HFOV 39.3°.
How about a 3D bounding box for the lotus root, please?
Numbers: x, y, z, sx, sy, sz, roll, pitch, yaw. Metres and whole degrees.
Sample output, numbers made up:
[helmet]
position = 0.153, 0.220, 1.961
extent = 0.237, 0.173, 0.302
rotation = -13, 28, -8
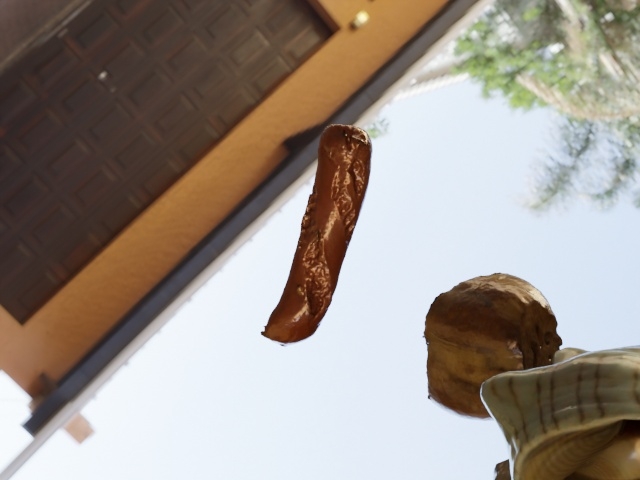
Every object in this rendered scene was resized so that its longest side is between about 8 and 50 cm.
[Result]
[lotus root]
position = 0.168, 0.099, 0.901
extent = 0.135, 0.095, 0.159
rotation = 10, -112, 60

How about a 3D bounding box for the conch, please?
[conch]
position = 0.200, 0.135, 0.582
extent = 0.169, 0.203, 0.386
rotation = -91, -156, -52

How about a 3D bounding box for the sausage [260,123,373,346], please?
[sausage]
position = 0.000, 0.000, 0.595
extent = 0.042, 0.036, 0.157
rotation = 27, -75, 37
